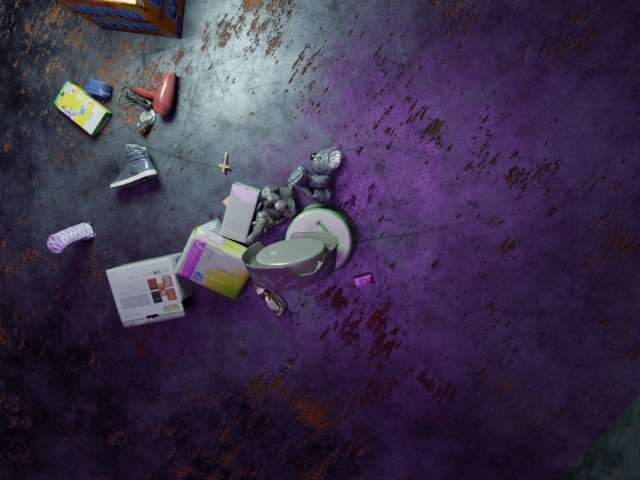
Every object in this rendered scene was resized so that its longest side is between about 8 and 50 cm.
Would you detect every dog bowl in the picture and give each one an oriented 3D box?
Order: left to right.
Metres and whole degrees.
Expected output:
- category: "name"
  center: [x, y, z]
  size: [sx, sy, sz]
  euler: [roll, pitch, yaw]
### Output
- category: "dog bowl"
  center: [-0.103, 0.070, 1.513]
  size: [0.349, 0.348, 0.102]
  euler: [-7, 109, 8]

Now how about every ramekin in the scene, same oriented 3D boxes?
- category: "ramekin"
  center: [0.000, 0.000, 1.728]
  size: [0.304, 0.148, 0.303]
  euler: [1, 98, 7]

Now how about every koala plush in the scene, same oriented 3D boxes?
- category: "koala plush"
  center: [0.012, -0.276, 1.681]
  size: [0.203, 0.196, 0.221]
  euler: [34, 100, -10]

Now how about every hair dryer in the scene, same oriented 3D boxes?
- category: "hair dryer"
  center: [-0.723, -0.616, 1.776]
  size: [0.294, 0.080, 0.223]
  euler: [-32, 92, 10]

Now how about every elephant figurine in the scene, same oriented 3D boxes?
- category: "elephant figurine"
  center: [-0.211, -0.111, 1.748]
  size: [0.239, 0.186, 0.169]
  euler: [-51, 52, 37]

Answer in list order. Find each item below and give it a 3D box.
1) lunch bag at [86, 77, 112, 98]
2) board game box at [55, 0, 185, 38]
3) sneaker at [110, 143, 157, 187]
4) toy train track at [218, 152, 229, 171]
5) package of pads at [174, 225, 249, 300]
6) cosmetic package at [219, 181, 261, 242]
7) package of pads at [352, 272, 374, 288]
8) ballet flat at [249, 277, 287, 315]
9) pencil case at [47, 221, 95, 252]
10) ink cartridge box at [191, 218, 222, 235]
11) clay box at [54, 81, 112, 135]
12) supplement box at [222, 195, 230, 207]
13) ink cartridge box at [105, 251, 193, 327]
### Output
- category: "lunch bag"
  center: [-0.959, -0.652, 1.808]
  size: [0.099, 0.067, 0.065]
  euler: [18, 99, 6]
- category: "board game box"
  center: [-0.752, -1.026, 1.586]
  size: [0.357, 0.356, 0.356]
  euler: [10, 99, 6]
- category: "sneaker"
  center: [-0.834, -0.325, 1.827]
  size: [0.226, 0.086, 0.163]
  euler: [-19, 93, 11]
- category: "toy train track"
  center: [-0.411, -0.337, 1.807]
  size: [0.048, 0.014, 0.083]
  euler: [11, 93, 13]
- category: "package of pads"
  center: [-0.435, 0.094, 1.774]
  size: [0.297, 0.101, 0.229]
  euler: [27, 115, -12]
- category: "cosmetic package"
  center: [-0.335, -0.118, 1.760]
  size: [0.118, 0.085, 0.231]
  euler: [19, 104, -6]
- category: "package of pads"
  center: [0.183, 0.172, 1.786]
  size: [0.083, 0.032, 0.050]
  euler: [-14, 98, 9]
- category: "ballet flat"
  center: [-0.231, 0.239, 1.826]
  size: [0.077, 0.079, 0.221]
  euler: [-40, 91, 11]
- category: "pencil case"
  center: [-1.095, -0.011, 1.847]
  size: [0.088, 0.206, 0.086]
  euler: [35, 114, -1]
- category: "ink cartridge box"
  center: [-0.491, -0.036, 1.814]
  size: [0.123, 0.088, 0.052]
  euler: [-21, 117, 9]
- category: "clay box"
  center: [-1.042, -0.578, 1.836]
  size: [0.222, 0.053, 0.127]
  euler: [40, 101, 2]
- category: "supplement box"
  center: [-0.363, -0.173, 1.809]
  size: [0.098, 0.036, 0.062]
  euler: [-36, 93, 10]
- category: "ink cartridge box"
  center: [-0.746, 0.220, 1.865]
  size: [0.310, 0.130, 0.271]
  euler: [-11, 98, 9]
